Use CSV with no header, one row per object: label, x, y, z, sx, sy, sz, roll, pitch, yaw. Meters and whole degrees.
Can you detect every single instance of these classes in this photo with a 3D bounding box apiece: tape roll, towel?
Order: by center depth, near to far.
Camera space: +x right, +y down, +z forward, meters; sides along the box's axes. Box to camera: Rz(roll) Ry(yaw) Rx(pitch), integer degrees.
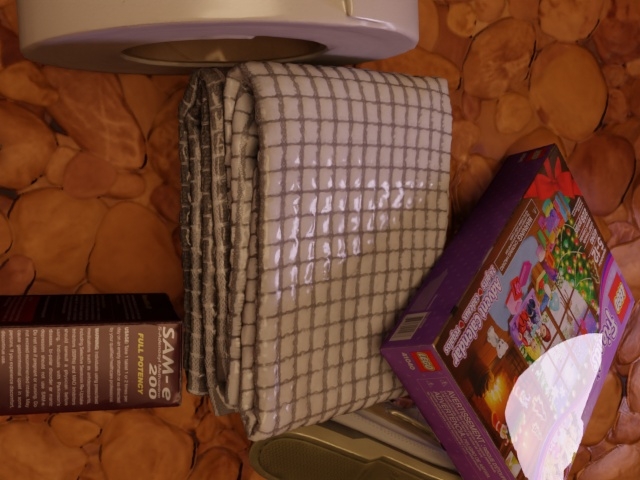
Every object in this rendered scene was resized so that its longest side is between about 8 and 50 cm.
tape roll,-0.070,-0.183,0.566,0.286,0.286,0.100,-3,96,-16
towel,0.000,0.000,0.656,0.235,0.121,0.283,-6,100,-45

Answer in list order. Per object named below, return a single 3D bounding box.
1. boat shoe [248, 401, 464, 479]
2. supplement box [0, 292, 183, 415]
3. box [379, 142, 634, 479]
boat shoe,0.081,0.204,0.732,0.302,0.103,0.113,30,125,-16
supplement box,-0.236,0.087,0.624,0.240,0.130,0.073,0,96,-16
box,0.185,0.073,0.704,0.201,0.057,0.293,57,47,-20
